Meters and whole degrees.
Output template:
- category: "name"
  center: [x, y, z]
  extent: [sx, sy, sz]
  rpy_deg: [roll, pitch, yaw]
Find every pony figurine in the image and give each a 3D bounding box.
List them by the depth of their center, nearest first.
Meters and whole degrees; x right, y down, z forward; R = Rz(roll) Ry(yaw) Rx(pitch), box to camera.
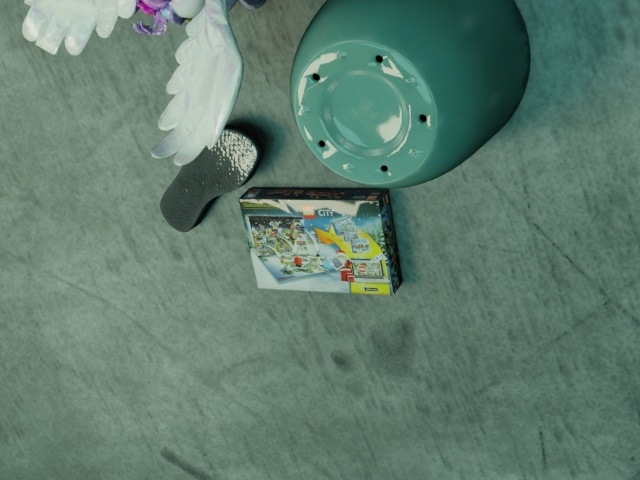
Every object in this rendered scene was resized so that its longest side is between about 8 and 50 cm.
- category: "pony figurine"
  center: [-0.164, -0.324, 1.308]
  extent: [0.303, 0.363, 0.351]
  rpy_deg: [36, 126, 3]

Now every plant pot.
- category: "plant pot"
  center: [0.095, -0.198, 1.336]
  extent: [0.293, 0.235, 0.293]
  rpy_deg: [12, 122, 19]

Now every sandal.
- category: "sandal"
  center: [-0.170, -0.104, 1.636]
  extent: [0.097, 0.054, 0.254]
  rpy_deg: [53, 135, -1]

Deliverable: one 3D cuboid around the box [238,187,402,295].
- category: "box"
  center: [0.000, 0.000, 1.609]
  extent: [0.233, 0.044, 0.159]
  rpy_deg: [2, 118, 25]
